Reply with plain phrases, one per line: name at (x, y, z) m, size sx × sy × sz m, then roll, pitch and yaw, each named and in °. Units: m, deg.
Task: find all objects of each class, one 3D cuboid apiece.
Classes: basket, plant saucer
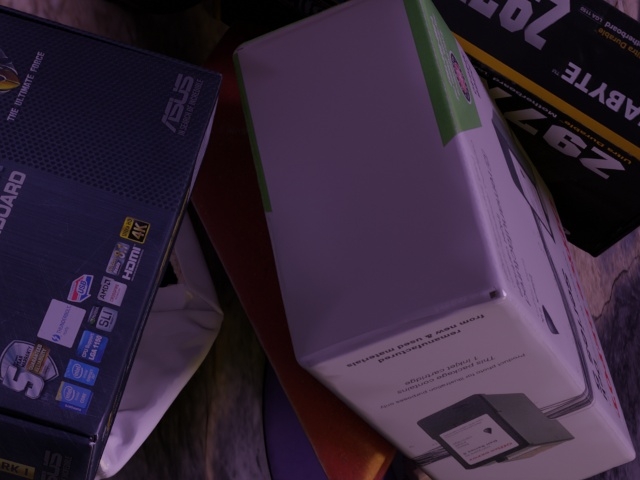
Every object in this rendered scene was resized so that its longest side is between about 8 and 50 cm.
basket at (-0.137, 0.041, 0.949) m, size 0.167 × 0.103 × 0.113 m, roll -56°, pitch 132°, yaw -58°
plant saucer at (0.000, 0.000, 1.122) m, size 0.259 × 0.047 × 0.258 m, roll -68°, pitch 135°, yaw -68°

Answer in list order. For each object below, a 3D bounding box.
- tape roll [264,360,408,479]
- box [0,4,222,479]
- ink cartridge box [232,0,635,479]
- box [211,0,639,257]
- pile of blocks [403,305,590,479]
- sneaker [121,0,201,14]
tape roll at (0.034, 0.135, 1.339) m, size 0.189 × 0.080 × 0.189 m, roll -9°, pitch 90°, yaw -67°
box at (-0.159, -0.009, 0.822) m, size 0.059 × 0.183 × 0.233 m, roll 107°, pitch -1°, yaw -47°
ink cartridge box at (0.069, 0.015, 1.024) m, size 0.273 × 0.114 × 0.198 m, roll 46°, pitch 26°, yaw -57°
box at (0.083, -0.120, 1.155) m, size 0.079 × 0.322 × 0.257 m, roll -57°, pitch 178°, yaw -11°
pile of blocks at (0.116, 0.169, 1.320) m, size 0.112 × 0.149 × 0.362 m, roll 41°, pitch -32°, yaw 54°
sneaker at (-0.131, -0.194, 1.111) m, size 0.188 × 0.066 × 0.071 m, roll 30°, pitch 39°, yaw -67°
